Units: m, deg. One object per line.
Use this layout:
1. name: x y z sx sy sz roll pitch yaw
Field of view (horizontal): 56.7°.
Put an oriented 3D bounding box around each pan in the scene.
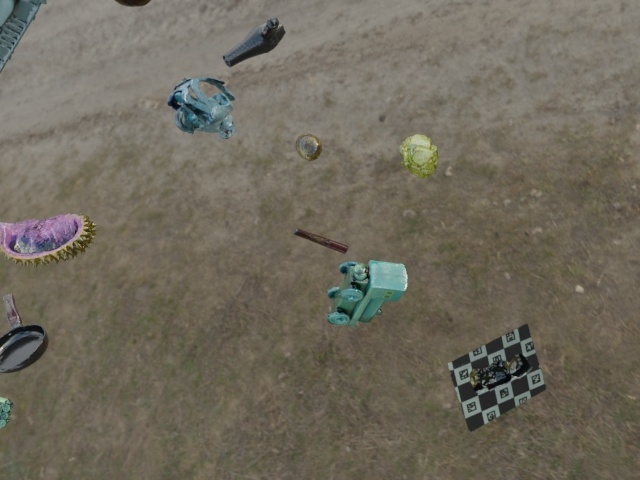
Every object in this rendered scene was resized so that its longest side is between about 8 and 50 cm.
1. pan: -0.608 0.184 1.184 0.115 0.040 0.212 -25 44 -16

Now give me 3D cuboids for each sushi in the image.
1. sushi: 0.399 0.308 1.372 0.215 0.192 0.050 -24 18 -10

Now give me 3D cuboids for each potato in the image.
1. potato: -0.025 -0.190 1.200 0.051 0.040 0.083 -53 36 5

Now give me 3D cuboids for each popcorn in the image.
1. popcorn: 0.261 -0.226 1.601 0.116 0.106 0.120 -1 101 65

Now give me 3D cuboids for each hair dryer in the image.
1. hair dryer: -0.193 -0.650 1.869 0.236 0.091 0.272 -37 8 -16

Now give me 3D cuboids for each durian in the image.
1. durian: -0.800 0.012 1.770 0.261 0.186 0.153 -13 74 -1

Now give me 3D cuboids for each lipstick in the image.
1. lipstick: 0.000 0.000 1.637 0.027 0.177 0.027 -34 47 45

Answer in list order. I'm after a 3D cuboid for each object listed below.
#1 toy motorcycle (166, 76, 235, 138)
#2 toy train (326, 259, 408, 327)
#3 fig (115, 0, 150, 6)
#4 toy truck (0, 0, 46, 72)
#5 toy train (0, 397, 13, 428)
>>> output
1. toy motorcycle: -0.399 -0.465 2.067 0.154 0.260 0.205 3 93 40
2. toy train: 0.128 0.166 1.772 0.298 0.194 0.119 112 162 -55
3. fig: -0.387 -0.537 1.237 0.103 0.109 0.154 -57 2 14
4. toy truck: -0.556 -0.384 0.946 0.338 0.184 0.132 -20 55 42
5. toy train: -0.882 0.475 1.634 0.033 0.053 0.083 -152 80 -78
